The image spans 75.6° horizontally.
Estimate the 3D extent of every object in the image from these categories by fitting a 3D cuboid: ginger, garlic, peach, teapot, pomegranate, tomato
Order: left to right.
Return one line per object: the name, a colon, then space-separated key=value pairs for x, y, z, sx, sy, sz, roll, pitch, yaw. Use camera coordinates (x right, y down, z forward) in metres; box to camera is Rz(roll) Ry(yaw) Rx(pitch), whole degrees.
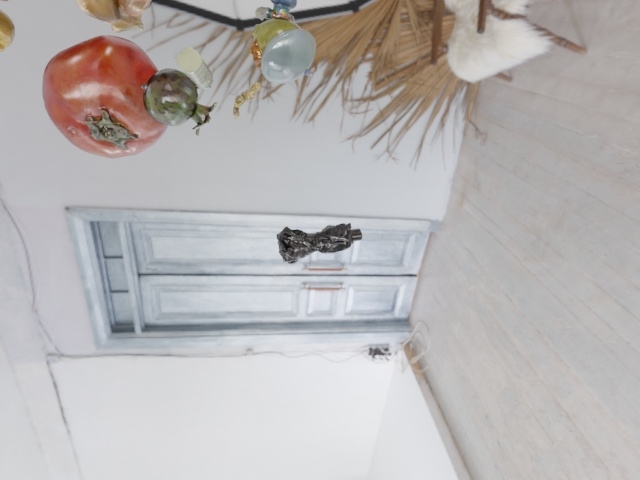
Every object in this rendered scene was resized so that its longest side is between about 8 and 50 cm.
peach: x=-1.153 y=-0.725 z=1.410 sx=0.103 sy=0.179 sz=0.179 roll=57 pitch=163 yaw=10
tomato: x=-0.602 y=-0.411 z=1.192 sx=0.325 sy=0.292 sz=0.290 roll=43 pitch=-152 yaw=-54
garlic: x=-0.457 y=-0.547 z=0.921 sx=0.124 sy=0.174 sz=0.099 roll=53 pitch=138 yaw=8
pomegranate: x=-0.356 y=-0.340 z=1.029 sx=0.148 sy=0.169 sz=0.149 roll=-43 pitch=22 yaw=22
teapot: x=-0.427 y=-0.561 z=1.395 sx=0.107 sy=0.077 sz=0.200 roll=-50 pitch=4 yaw=2
ginger: x=-0.348 y=-0.645 z=1.871 sx=0.193 sy=0.052 sz=0.176 roll=-52 pitch=36 yaw=11

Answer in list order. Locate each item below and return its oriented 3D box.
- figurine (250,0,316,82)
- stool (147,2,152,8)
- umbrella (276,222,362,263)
figurine: x=-0.143 y=-0.756 z=1.434 sx=0.205 sy=0.224 sz=0.382 roll=-2 pitch=102 yaw=55
stool: x=-0.679 y=-0.916 z=1.538 sx=0.125 sy=0.121 sz=0.217 roll=57 pitch=156 yaw=-13
umbrella: x=-0.001 y=0.001 z=1.277 sx=0.110 sy=0.272 sz=0.122 roll=-122 pitch=29 yaw=-48
